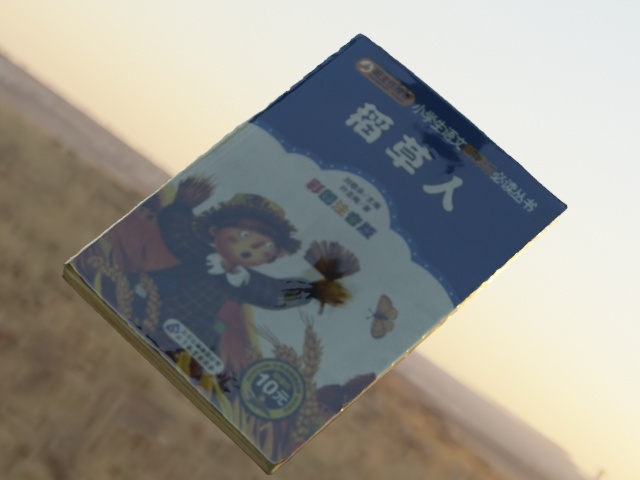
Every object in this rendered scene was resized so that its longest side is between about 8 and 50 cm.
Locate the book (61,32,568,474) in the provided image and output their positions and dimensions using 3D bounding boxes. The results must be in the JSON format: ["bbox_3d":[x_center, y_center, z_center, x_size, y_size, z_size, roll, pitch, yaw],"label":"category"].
[{"bbox_3d":[0.000,0.000,1.808,0.300,0.428,0.039,41,-26,18],"label":"book"}]
